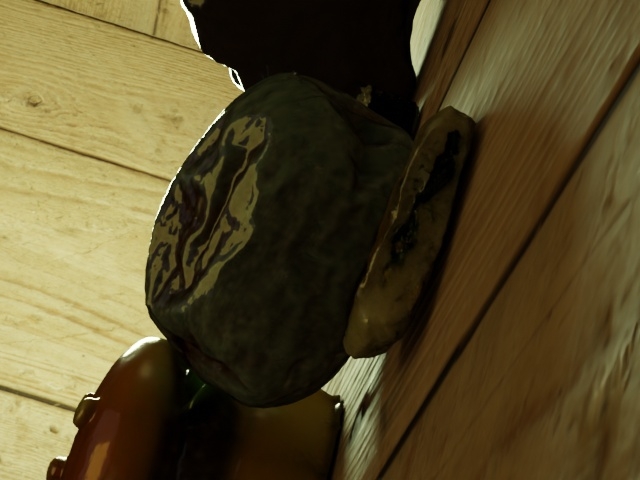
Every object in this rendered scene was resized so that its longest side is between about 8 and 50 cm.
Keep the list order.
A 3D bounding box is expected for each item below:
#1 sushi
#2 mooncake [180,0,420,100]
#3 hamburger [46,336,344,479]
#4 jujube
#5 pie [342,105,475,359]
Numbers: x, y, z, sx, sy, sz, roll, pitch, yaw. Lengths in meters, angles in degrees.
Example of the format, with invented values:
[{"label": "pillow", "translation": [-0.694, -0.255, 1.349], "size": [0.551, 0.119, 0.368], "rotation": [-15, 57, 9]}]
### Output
[{"label": "sushi", "translation": [0.062, -0.115, 1.710], "size": [0.150, 0.078, 0.091], "rotation": [111, 175, -59]}, {"label": "mooncake", "translation": [0.002, -0.332, 1.826], "size": [0.212, 0.350, 0.381], "rotation": [-120, 37, -73]}, {"label": "hamburger", "translation": [-0.156, 0.284, 1.561], "size": [0.396, 0.277, 0.396], "rotation": [-163, 90, -85]}, {"label": "jujube", "translation": [-0.034, 0.010, 1.390], "size": [0.308, 0.215, 0.246], "rotation": [-59, 40, 14]}, {"label": "pie", "translation": [0.072, -0.003, 1.203], "size": [0.185, 0.052, 0.218], "rotation": [92, -163, -82]}]
